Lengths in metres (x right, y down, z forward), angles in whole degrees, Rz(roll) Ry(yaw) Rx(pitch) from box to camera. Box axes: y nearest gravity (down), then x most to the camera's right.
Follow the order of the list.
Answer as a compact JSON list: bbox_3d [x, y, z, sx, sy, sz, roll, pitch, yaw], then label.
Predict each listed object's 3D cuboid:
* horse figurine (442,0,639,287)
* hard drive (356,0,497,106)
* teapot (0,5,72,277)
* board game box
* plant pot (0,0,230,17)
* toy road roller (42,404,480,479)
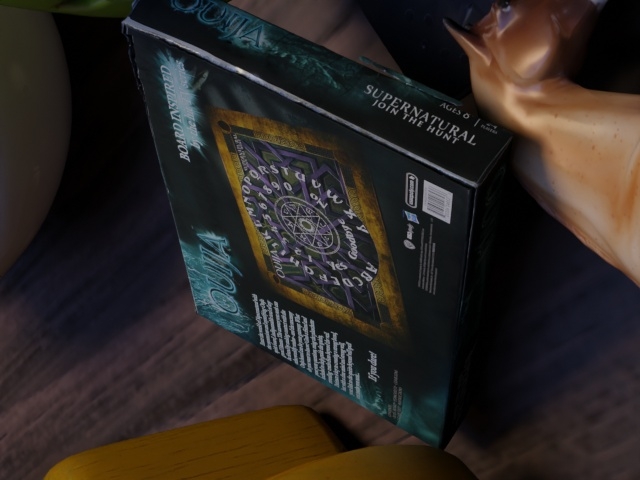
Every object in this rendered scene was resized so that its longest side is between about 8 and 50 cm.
[{"bbox_3d":[0.150,0.021,0.304,0.174,0.066,0.263,-29,93,40],"label":"horse figurine"},{"bbox_3d":[0.039,-0.190,0.383,0.172,0.054,0.255,-35,79,45],"label":"hard drive"},{"bbox_3d":[-0.224,-0.093,0.592,0.256,0.187,0.253,-2,125,17],"label":"teapot"},{"bbox_3d":[0.000,0.000,0.426,0.126,0.026,0.186,28,152,18],"label":"board game box"},{"bbox_3d":[-0.081,-0.193,0.311,0.228,0.207,0.227,-24,86,45],"label":"plant pot"},{"bbox_3d":[-0.018,0.220,0.491,0.240,0.202,0.330,47,133,42],"label":"toy road roller"}]
